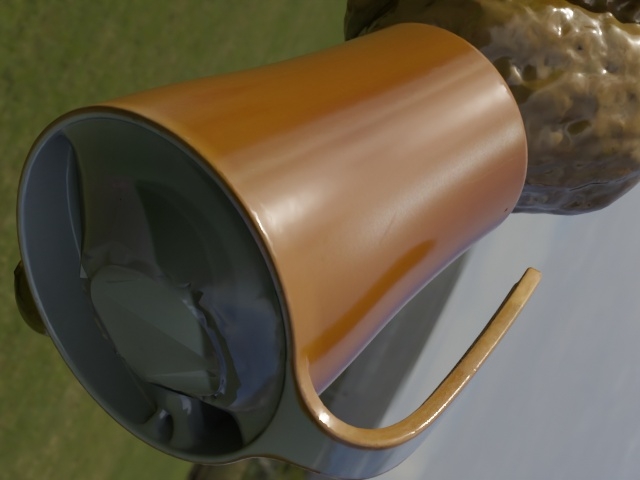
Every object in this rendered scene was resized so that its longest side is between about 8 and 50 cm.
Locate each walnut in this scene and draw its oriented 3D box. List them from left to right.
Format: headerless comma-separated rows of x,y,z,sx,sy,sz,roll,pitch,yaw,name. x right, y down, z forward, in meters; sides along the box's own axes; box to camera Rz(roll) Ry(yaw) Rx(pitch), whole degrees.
0.141,-0.126,1.103,0.257,0.257,0.224,114,-19,-55,walnut

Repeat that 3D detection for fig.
-0.268,0.052,1.542,0.074,0.088,0.074,-46,172,-9,fig

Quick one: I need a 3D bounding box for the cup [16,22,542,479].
0.000,0.000,0.793,0.264,0.226,0.182,-31,157,-43,cup
